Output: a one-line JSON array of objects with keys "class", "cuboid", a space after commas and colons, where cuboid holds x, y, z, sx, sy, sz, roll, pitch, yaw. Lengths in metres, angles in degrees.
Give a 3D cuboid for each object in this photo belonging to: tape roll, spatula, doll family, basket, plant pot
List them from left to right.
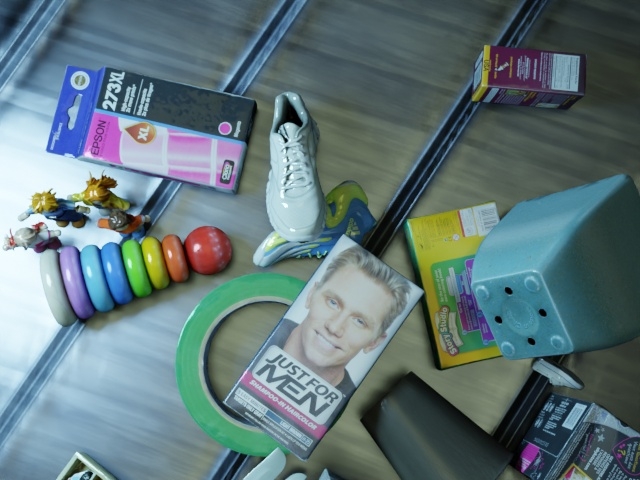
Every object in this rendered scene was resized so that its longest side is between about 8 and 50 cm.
[{"class": "doll family", "cuboid": [-0.438, -0.055, 1.667, 0.263, 0.163, 0.118, -11, 83, -2]}, {"class": "spatula", "cuboid": [-0.113, 0.492, 1.650, 0.242, 0.019, 0.168, -43, 123, -5]}, {"class": "tape roll", "cuboid": [-0.095, 0.220, 1.686, 0.321, 0.077, 0.321, 0, 83, 0]}, {"class": "basket", "cuboid": [0.192, 0.352, 1.639, 0.227, 0.154, 0.204, 47, 51, 10]}, {"class": "plant pot", "cuboid": [0.396, 0.072, 1.554, 0.252, 0.247, 0.248, -32, 99, -39]}]

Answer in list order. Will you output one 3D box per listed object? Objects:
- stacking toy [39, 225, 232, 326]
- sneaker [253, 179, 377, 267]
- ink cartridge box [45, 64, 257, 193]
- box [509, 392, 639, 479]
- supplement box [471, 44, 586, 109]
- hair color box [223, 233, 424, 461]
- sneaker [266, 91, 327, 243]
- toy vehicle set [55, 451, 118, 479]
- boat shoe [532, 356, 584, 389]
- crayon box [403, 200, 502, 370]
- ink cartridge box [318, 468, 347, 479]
[{"class": "stacking toy", "cuboid": [-0.321, 0.044, 1.681, 0.330, 0.141, 0.141, -16, 84, -7]}, {"class": "sneaker", "cuboid": [0.000, 0.000, 1.704, 0.240, 0.091, 0.126, -37, 86, -5]}, {"class": "ink cartridge box", "cuboid": [-0.316, -0.211, 1.740, 0.371, 0.069, 0.176, 12, 84, 3]}, {"class": "box", "cuboid": [0.442, 0.365, 1.590, 0.142, 0.247, 0.163, 34, 85, 1]}, {"class": "supplement box", "cuboid": [0.382, -0.299, 1.733, 0.188, 0.104, 0.081, 5, 83, -1]}, {"class": "hair color box", "cuboid": [0.005, 0.179, 1.601, 0.174, 0.105, 0.347, 35, 84, 3]}, {"class": "sneaker", "cuboid": [-0.049, -0.131, 1.655, 0.110, 0.118, 0.292, -7, 60, 0]}, {"class": "toy vehicle set", "cuboid": [-0.440, 0.530, 1.650, 0.166, 0.035, 0.267, 34, 84, 16]}, {"class": "boat shoe", "cuboid": [0.431, 0.247, 1.714, 0.100, 0.035, 0.035, 31, 112, -1]}, {"class": "crayon box", "cuboid": [0.261, 0.082, 1.702, 0.165, 0.081, 0.278, -12, 84, -2]}, {"class": "ink cartridge box", "cuboid": [0.079, 0.537, 1.556, 0.270, 0.197, 0.198, 29, 84, 2]}]
